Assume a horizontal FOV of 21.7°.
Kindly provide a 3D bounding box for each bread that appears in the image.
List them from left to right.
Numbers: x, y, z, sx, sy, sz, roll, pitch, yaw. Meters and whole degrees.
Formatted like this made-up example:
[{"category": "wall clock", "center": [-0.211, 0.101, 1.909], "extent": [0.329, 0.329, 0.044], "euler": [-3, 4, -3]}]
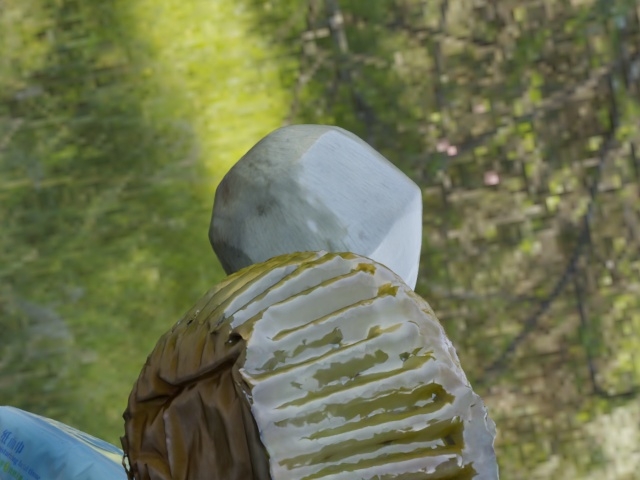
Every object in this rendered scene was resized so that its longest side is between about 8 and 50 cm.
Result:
[{"category": "bread", "center": [-0.014, 0.120, 0.910], "extent": [0.240, 0.139, 0.240], "euler": [22, -64, 55]}]

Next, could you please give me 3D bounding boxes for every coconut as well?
[{"category": "coconut", "center": [0.000, 0.000, 1.649], "extent": [0.224, 0.224, 0.224], "euler": [-10, 90, -84]}]

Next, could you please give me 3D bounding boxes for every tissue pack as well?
[{"category": "tissue pack", "center": [-0.136, 0.213, 1.238], "extent": [0.177, 0.263, 0.089], "euler": [29, 83, -37]}]
